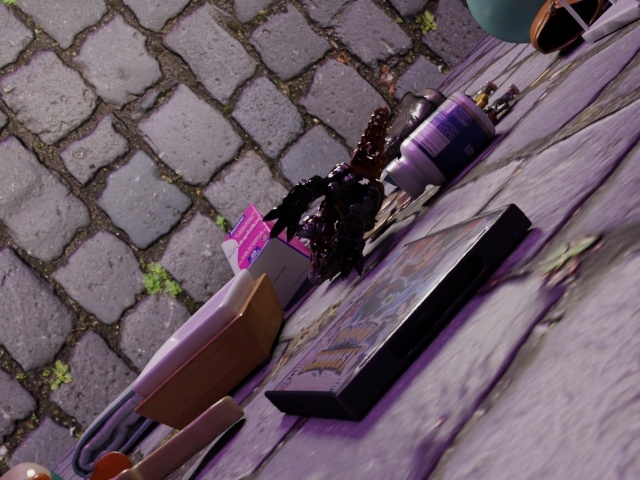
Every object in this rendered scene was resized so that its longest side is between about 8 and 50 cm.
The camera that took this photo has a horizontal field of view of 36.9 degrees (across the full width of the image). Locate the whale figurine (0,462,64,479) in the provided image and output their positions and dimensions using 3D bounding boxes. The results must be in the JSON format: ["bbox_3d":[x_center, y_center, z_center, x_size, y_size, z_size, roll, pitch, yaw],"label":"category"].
[{"bbox_3d":[-0.444,0.468,1.428,0.216,0.141,0.272,-42,30,24],"label":"whale figurine"}]

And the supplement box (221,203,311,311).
[{"bbox_3d":[-0.101,0.028,1.834,0.111,0.114,0.220,-54,21,6],"label":"supplement box"}]

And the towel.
[{"bbox_3d":[-0.351,0.319,2.016,0.374,0.090,0.320,-44,2,0],"label":"towel"}]

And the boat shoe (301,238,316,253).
[{"bbox_3d":[0.000,0.000,1.903,0.226,0.076,0.083,-42,6,21],"label":"boat shoe"}]

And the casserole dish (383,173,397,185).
[{"bbox_3d":[0.199,-0.172,1.986,0.114,0.037,0.188,-39,8,42],"label":"casserole dish"}]

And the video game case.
[{"bbox_3d":[0.066,0.077,0.974,0.248,0.035,0.275,-45,5,-18],"label":"video game case"}]

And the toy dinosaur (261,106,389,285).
[{"bbox_3d":[0.030,-0.061,1.509,0.218,0.164,0.322,-44,-42,-56],"label":"toy dinosaur"}]

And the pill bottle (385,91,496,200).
[{"bbox_3d":[0.187,-0.146,1.524,0.169,0.094,0.094,-44,5,3],"label":"pill bottle"}]

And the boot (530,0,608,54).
[{"bbox_3d":[0.468,-0.443,1.667,0.283,0.109,0.220,-44,3,24],"label":"boot"}]

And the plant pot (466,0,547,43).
[{"bbox_3d":[0.426,-0.542,1.958,0.293,0.293,0.235,-46,-11,-24],"label":"plant pot"}]

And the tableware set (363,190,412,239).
[{"bbox_3d":[0.111,-0.042,1.700,0.141,0.020,0.168,-47,7,-18],"label":"tableware set"}]

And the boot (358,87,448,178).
[{"bbox_3d":[0.150,-0.218,2.028,0.229,0.091,0.263,-44,7,-8],"label":"boot"}]

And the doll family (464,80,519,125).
[{"bbox_3d":[0.260,-0.215,1.690,0.111,0.076,0.193,-51,3,-29],"label":"doll family"}]

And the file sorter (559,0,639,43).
[{"bbox_3d":[0.480,-0.468,1.441,0.277,0.173,0.193,-45,5,-7],"label":"file sorter"}]

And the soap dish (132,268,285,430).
[{"bbox_3d":[-0.171,0.175,1.568,0.229,0.118,0.291,-43,5,10],"label":"soap dish"}]

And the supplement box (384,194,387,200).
[{"bbox_3d":[0.090,-0.069,1.944,0.055,0.043,0.083,-39,7,44],"label":"supplement box"}]

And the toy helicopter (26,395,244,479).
[{"bbox_3d":[-0.235,0.308,1.155,0.355,0.140,0.235,-34,-10,-34],"label":"toy helicopter"}]
